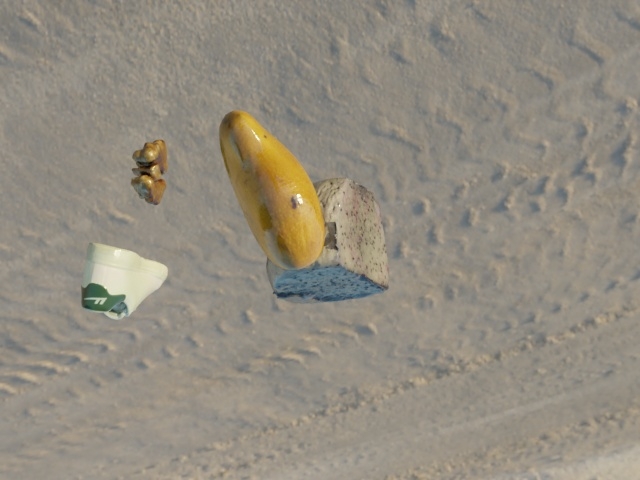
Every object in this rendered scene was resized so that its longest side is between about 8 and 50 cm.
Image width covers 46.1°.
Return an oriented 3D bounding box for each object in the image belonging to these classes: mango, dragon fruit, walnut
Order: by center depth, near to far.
[{"bbox_3d":[-0.082,-0.088,1.303,0.120,0.295,0.177,-23,-174,-19],"label":"mango"},{"bbox_3d":[0.000,0.000,1.519,0.203,0.221,0.283,-8,164,24],"label":"dragon fruit"},{"bbox_3d":[-0.370,-0.150,1.621,0.069,0.143,0.170,3,178,-2],"label":"walnut"}]

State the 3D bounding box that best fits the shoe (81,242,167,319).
[{"bbox_3d":[-0.323,0.073,1.218,0.095,0.110,0.265,11,170,7],"label":"shoe"}]
